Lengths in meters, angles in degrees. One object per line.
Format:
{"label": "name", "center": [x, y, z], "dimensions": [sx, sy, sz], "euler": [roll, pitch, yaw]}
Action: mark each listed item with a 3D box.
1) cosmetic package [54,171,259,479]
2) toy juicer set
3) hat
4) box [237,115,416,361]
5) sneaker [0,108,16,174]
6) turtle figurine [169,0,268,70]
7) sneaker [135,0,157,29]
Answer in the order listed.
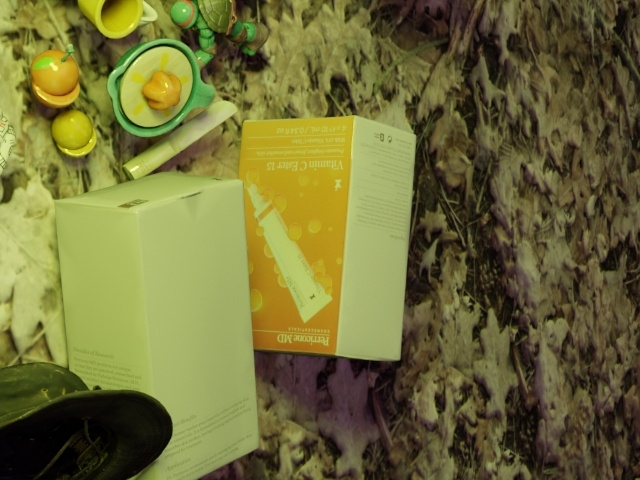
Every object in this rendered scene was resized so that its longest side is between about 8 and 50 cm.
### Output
{"label": "cosmetic package", "center": [-0.209, 0.116, 1.863], "dimensions": [0.217, 0.156, 0.385], "euler": [-17, 108, -53]}
{"label": "toy juicer set", "center": [-0.238, -0.171, 1.841], "dimensions": [0.209, 0.089, 0.329], "euler": [-51, 139, -6]}
{"label": "hat", "center": [-0.348, 0.223, 1.682], "dimensions": [0.331, 0.331, 0.134], "euler": [16, 40, -53]}
{"label": "box", "center": [0.000, 0.000, 2.114], "dimensions": [0.168, 0.215, 0.345], "euler": [11, 81, -53]}
{"label": "sneaker", "center": [-0.448, -0.079, 1.609], "dimensions": [0.145, 0.090, 0.270], "euler": [58, 45, -33]}
{"label": "turtle figurine", "center": [-0.166, -0.313, 1.975], "dimensions": [0.234, 0.118, 0.175], "euler": [-15, 103, -58]}
{"label": "sneaker", "center": [-0.291, -0.336, 1.813], "dimensions": [0.212, 0.094, 0.080], "euler": [33, 66, -49]}
